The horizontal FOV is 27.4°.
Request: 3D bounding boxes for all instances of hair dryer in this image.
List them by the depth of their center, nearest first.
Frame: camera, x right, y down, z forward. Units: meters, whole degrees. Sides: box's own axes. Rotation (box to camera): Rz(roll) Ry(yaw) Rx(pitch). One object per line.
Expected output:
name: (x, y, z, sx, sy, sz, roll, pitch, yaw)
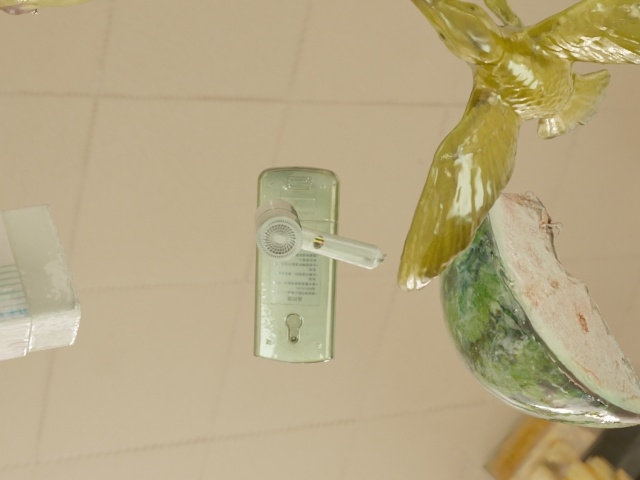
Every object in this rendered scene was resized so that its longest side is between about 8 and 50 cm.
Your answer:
hair dryer: (0.000, 0.000, 1.327, 0.137, 0.082, 0.047, 15, 103, -7)

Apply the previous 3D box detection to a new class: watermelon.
watermelon: (0.244, 0.099, 1.504, 0.180, 0.305, 0.224, -26, 166, -8)

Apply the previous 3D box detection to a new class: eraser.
eraser: (-0.278, 0.039, 0.854, 0.225, 0.095, 0.052, -9, 147, -24)

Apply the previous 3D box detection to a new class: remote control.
remote control: (-0.028, 0.029, 1.545, 0.098, 0.038, 0.233, 2, 97, 5)

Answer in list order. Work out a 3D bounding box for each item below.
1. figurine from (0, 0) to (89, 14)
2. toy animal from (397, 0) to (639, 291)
figurine: (-0.199, -0.257, 0.839, 0.218, 0.169, 0.326, -7, 161, -10)
toy animal: (0.080, -0.085, 0.623, 0.155, 0.095, 0.219, 39, 107, -17)
